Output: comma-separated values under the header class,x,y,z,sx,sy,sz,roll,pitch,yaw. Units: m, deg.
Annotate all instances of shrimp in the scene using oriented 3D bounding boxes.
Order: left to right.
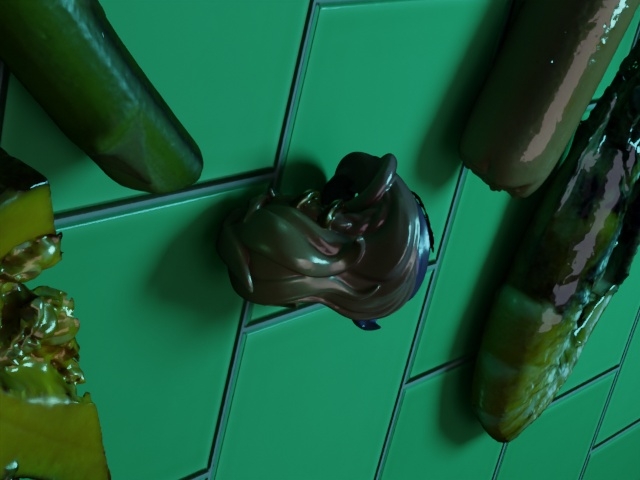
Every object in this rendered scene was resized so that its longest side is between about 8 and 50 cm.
class,x,y,z,sx,sy,sz,roll,pitch,yaw
shrimp,0.269,0.000,1.322,0.272,0.085,0.445,-20,133,-53

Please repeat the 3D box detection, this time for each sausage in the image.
class,x,y,z,sx,sy,sz,roll,pitch,yaw
sausage,0.198,-0.171,1.081,0.086,0.086,0.289,19,100,-58

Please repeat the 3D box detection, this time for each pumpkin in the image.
class,x,y,z,sx,sy,sz,roll,pitch,yaw
pumpkin,-0.194,0.070,0.680,0.126,0.131,0.248,-46,141,-38

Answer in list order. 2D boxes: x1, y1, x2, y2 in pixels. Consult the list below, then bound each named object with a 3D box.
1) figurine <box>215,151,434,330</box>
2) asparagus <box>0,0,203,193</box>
class,x,y,z,sx,sy,sz,roll,pitch,yaw
figurine,0.010,0.001,0.923,0.157,0.114,0.126,-6,104,-51
asparagus,-0.136,-0.104,0.689,0.067,0.060,0.278,-69,153,-24
